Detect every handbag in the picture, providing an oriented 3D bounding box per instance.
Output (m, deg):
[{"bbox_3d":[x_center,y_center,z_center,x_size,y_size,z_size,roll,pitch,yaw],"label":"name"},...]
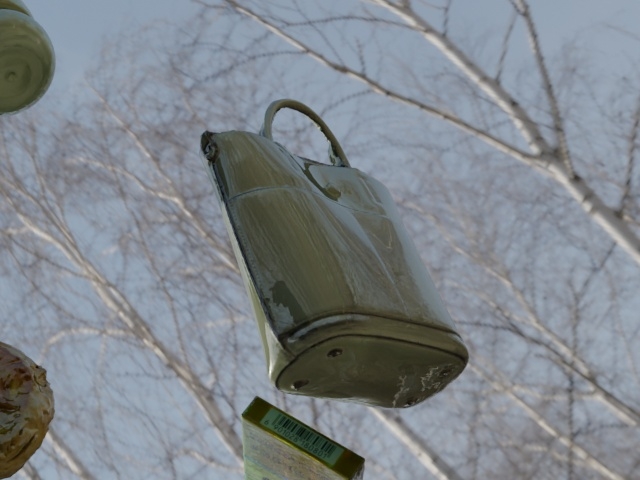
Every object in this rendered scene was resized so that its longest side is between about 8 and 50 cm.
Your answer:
[{"bbox_3d":[0.000,0.000,1.064,0.241,0.315,0.109,17,-52,-42],"label":"handbag"}]

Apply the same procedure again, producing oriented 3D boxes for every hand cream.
[{"bbox_3d":[-0.332,-0.212,1.059,0.147,0.306,0.093,-42,-43,-5],"label":"hand cream"}]

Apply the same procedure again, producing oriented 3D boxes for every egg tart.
[{"bbox_3d":[-0.418,0.199,1.302,0.241,0.241,0.106,-7,-48,-28],"label":"egg tart"}]

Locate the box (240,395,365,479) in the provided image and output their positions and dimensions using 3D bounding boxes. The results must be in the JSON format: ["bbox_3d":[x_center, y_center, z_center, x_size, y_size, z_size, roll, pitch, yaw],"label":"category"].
[{"bbox_3d":[-0.019,0.239,1.131,0.030,0.121,0.193,-49,-24,-32],"label":"box"}]
